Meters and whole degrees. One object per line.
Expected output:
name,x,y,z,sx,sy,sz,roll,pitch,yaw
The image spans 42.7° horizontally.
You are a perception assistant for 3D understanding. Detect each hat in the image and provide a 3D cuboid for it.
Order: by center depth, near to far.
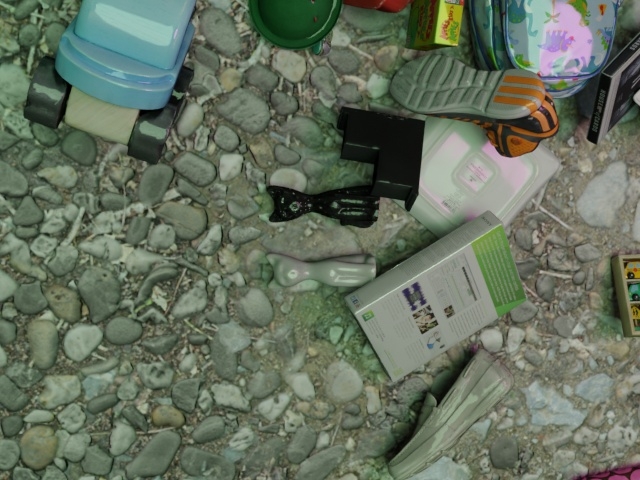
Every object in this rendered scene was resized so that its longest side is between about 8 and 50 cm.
hat,-0.052,-0.438,1.377,0.173,0.183,0.208,8,96,6

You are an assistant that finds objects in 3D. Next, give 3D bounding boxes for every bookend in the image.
bookend,0.102,-0.148,1.488,0.156,0.072,0.157,9,67,-3

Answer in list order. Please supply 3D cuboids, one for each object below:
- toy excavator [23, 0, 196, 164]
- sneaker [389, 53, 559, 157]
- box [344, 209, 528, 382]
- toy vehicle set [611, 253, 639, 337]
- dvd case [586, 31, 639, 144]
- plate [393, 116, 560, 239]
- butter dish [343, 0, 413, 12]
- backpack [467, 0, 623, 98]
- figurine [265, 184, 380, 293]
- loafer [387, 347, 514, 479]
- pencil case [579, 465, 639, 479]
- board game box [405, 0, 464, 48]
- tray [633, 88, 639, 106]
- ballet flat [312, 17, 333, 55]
toy excavator,-0.271,-0.413,1.325,0.223,0.432,0.445,21,124,-13
sneaker,0.279,-0.229,1.478,0.124,0.321,0.180,-59,139,-9
box,0.228,0.112,1.567,0.322,0.058,0.232,-30,131,-2
toy vehicle set,0.737,0.109,1.676,0.267,0.035,0.165,-2,74,-10
dvd case,0.582,-0.311,1.518,0.239,0.030,0.179,-43,150,-20
plate,0.294,-0.129,1.586,0.277,0.045,0.278,40,92,-15
butter dish,0.129,-0.465,1.458,0.118,0.160,0.159,27,94,-37
backpack,0.396,-0.432,1.463,0.290,0.273,0.355,-2,118,-15
figurine,0.000,0.000,1.545,0.210,0.092,0.214,2,101,-2
loafer,0.247,0.352,1.646,0.319,0.112,0.111,-44,69,1
pencil case,0.654,0.539,1.745,0.210,0.098,0.095,-13,102,-8
board game box,0.200,-0.388,1.450,0.043,0.181,0.092,6,99,-11
tray,0.711,-0.288,1.574,0.145,0.030,0.270,45,62,7
ballet flat,0.008,-0.395,1.495,0.041,0.041,0.114,2,100,-10
